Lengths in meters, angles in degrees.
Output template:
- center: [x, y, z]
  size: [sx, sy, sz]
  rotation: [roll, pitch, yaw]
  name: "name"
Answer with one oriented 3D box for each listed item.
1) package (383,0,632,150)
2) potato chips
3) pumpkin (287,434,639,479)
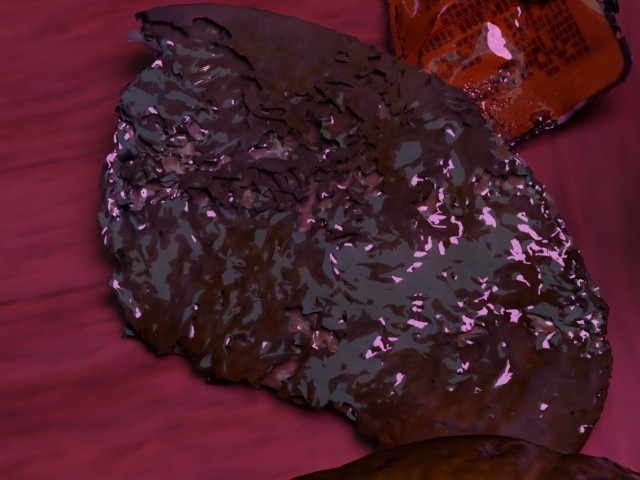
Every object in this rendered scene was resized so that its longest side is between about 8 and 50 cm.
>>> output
- center: [0.056, -0.080, 0.642]
  size: [0.077, 0.033, 0.110]
  rotation: [-15, 57, 6]
  name: "package"
- center: [0.000, 0.000, 0.610]
  size: [0.142, 0.026, 0.209]
  rotation: [-26, 63, 4]
  name: "potato chips"
- center: [0.034, 0.143, 0.441]
  size: [0.219, 0.162, 0.219]
  rotation: [-9, 55, 12]
  name: "pumpkin"
